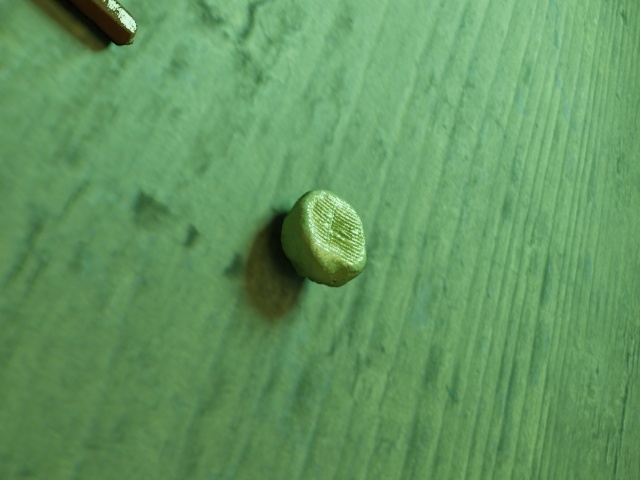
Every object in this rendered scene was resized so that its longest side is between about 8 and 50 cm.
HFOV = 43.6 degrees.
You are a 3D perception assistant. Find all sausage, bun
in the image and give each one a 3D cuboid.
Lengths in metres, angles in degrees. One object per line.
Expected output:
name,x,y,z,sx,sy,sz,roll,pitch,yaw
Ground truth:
sausage,-0.218,-0.224,0.703,0.147,0.030,0.035,39,56,-42
bun,0.000,0.000,0.915,0.115,0.069,0.115,26,47,-32
